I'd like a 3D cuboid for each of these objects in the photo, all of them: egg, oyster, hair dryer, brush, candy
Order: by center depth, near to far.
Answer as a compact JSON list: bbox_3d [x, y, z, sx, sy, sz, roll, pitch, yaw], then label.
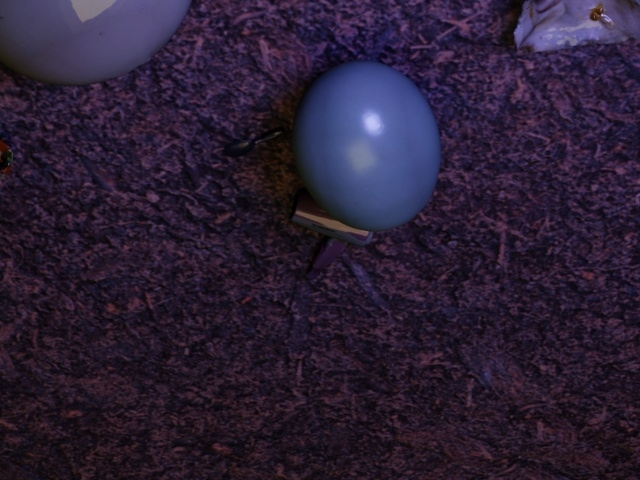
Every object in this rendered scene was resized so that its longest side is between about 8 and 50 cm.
[{"bbox_3d":[-0.244,-0.273,1.891,0.269,0.219,0.219,-17,135,34],"label":"egg"},{"bbox_3d":[0.283,-0.282,1.976,0.161,0.107,0.233,-9,154,3],"label":"oyster"},{"bbox_3d":[0.054,-0.106,2.099,0.168,0.168,0.231,-8,142,9],"label":"egg"},{"bbox_3d":[-0.080,-0.118,2.202,0.083,0.008,0.024,-20,130,21],"label":"brush"},{"bbox_3d":[-0.458,-0.099,2.211,0.185,0.049,0.055,0,106,12],"label":"candy"},{"bbox_3d":[0.006,0.003,2.305,0.106,0.054,0.154,12,140,-6],"label":"hair dryer"}]
